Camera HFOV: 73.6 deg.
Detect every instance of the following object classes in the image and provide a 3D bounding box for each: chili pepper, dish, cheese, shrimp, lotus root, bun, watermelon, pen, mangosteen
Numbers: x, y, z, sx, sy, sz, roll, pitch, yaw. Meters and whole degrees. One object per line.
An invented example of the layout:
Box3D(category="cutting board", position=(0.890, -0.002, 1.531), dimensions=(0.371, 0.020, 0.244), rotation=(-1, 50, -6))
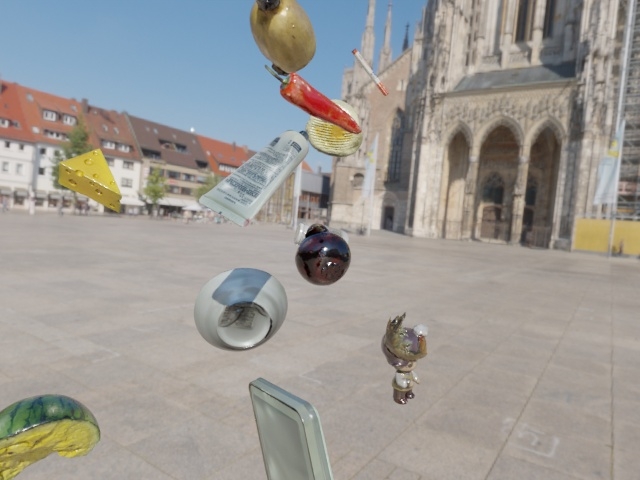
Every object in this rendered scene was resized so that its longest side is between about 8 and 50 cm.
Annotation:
Box3D(category="chili pepper", position=(-0.017, -0.325, 1.003), dimensions=(0.272, 0.071, 0.063), rotation=(27, -46, -24))
Box3D(category="dish", position=(-0.249, 0.249, 1.375), dimensions=(0.316, 0.317, 0.106), rotation=(4, 21, -16))
Box3D(category="cheese", position=(-0.638, -0.160, 1.234), dimensions=(0.126, 0.171, 0.093), rotation=(-42, -5, -45))
Box3D(category="shrimp", position=(0.319, 0.371, 1.588), dimensions=(0.173, 0.253, 0.058), rotation=(24, 47, 17))
Box3D(category="lotus root", position=(-0.115, -0.610, 1.219), dimensions=(0.182, 0.183, 0.310), rotation=(6, -12, 16))
Box3D(category="bun", position=(0.058, -0.459, 1.778), dimensions=(0.243, 0.244, 0.153), rotation=(6, 18, 16))
Box3D(category="watermelon", position=(-0.844, 0.558, 1.252), dimensions=(0.330, 0.331, 0.189), rotation=(3, 33, -46))
Box3D(category="pen", position=(0.217, -0.730, 1.862), dimensions=(0.239, 0.028, 0.028), rotation=(47, -12, -18))
Box3D(category="mangosteen", position=(0.006, 0.058, 1.489), dimensions=(0.209, 0.210, 0.210), rotation=(5, 2, 0))

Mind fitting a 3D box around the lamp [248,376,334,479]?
Box3D(category="lamp", position=(-0.058, 0.423, 0.840), dimensions=(0.047, 0.267, 0.269), rotation=(-14, 3, -30))

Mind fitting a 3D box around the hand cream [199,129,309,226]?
Box3D(category="hand cream", position=(-0.125, -0.160, 0.997), dimensions=(0.124, 0.341, 0.078), rotation=(29, -36, 12))

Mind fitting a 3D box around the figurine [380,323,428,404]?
Box3D(category="figurine", position=(0.398, 0.576, 1.983), dimensions=(0.218, 0.365, 0.206), rotation=(-12, 1, -31))

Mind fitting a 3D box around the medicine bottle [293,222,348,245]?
Box3D(category="medicine bottle", position=(0.000, 0.000, 1.836), dimensions=(0.215, 0.135, 0.135), rotation=(16, 0, -13))
